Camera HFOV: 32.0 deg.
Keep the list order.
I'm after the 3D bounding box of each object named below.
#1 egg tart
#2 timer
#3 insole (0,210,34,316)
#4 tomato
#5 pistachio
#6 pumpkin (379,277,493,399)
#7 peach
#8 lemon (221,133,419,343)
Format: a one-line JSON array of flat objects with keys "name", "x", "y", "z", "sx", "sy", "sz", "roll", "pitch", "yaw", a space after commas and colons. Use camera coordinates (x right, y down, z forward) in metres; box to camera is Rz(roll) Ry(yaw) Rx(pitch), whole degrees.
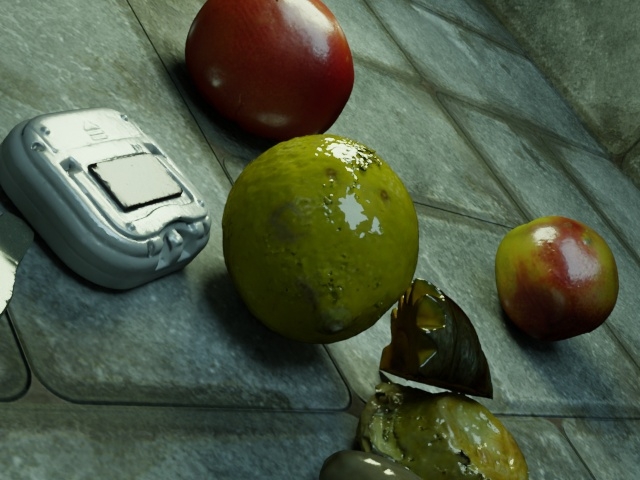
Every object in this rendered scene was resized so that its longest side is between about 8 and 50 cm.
[{"name": "egg tart", "x": 0.174, "y": 0.283, "z": 1.410, "sx": 0.294, "sy": 0.116, "sz": 0.295, "roll": 31, "pitch": 28, "yaw": -18}, {"name": "timer", "x": -0.254, "y": -0.060, "z": 1.361, "sx": 0.237, "sy": 0.087, "sz": 0.262, "roll": 47, "pitch": 25, "yaw": 9}, {"name": "insole", "x": -0.344, "y": 0.026, "z": 1.181, "sx": 0.063, "sy": 0.010, "sz": 0.192, "roll": 35, "pitch": 25, "yaw": -18}, {"name": "tomato", "x": -0.073, "y": -0.308, "z": 1.861, "sx": 0.298, "sy": 0.226, "sz": 0.299, "roll": 31, "pitch": 25, "yaw": -16}, {"name": "pistachio", "x": 0.074, "y": 0.310, "z": 1.244, "sx": 0.185, "sy": 0.126, "sz": 0.108, "roll": 49, "pitch": -17, "yaw": 21}, {"name": "pumpkin", "x": 0.171, "y": 0.131, "z": 1.463, "sx": 0.149, "sy": 0.130, "sz": 0.254, "roll": 14, "pitch": -9, "yaw": -5}, {"name": "peach", "x": 0.420, "y": 0.068, "z": 1.996, "sx": 0.231, "sy": 0.231, "sz": 0.231, "roll": 33, "pitch": 26, "yaw": -19}, {"name": "lemon", "x": 0.000, "y": 0.000, "z": 1.434, "sx": 0.258, "sy": 0.258, "sz": 0.310, "roll": 31, "pitch": 29, "yaw": -24}]
